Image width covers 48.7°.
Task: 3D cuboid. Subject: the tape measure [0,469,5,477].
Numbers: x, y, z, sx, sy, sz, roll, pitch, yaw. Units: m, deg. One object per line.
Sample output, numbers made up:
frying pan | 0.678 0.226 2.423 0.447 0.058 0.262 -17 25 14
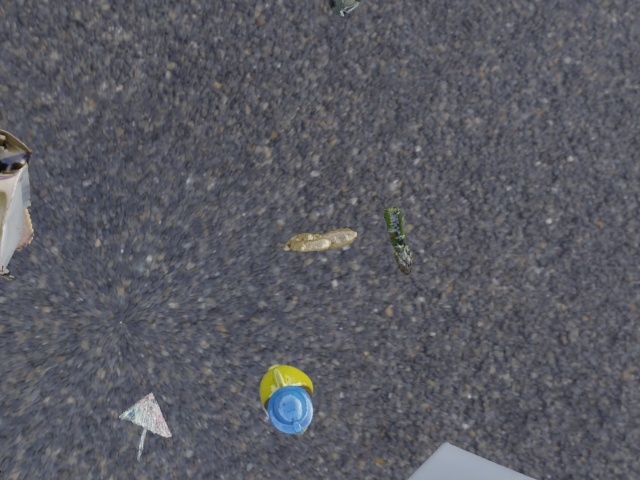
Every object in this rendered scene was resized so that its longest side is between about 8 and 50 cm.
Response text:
tape measure | -0.465 0.433 1.017 0.107 0.104 0.180 25 102 -34

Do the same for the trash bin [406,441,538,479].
trash bin | 0.077 0.375 0.609 0.367 0.296 0.256 -46 108 -20

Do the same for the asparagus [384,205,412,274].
asparagus | 0.147 0.004 1.315 0.036 0.030 0.165 -31 129 -12

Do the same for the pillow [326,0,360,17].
pillow | 0.013 -0.249 0.555 0.051 0.241 0.093 -4 123 2

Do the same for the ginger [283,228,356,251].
ginger | 0.000 0.000 1.723 0.176 0.193 0.052 -3 90 4

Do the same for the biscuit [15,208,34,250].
biscuit | -0.813 -0.057 1.707 0.232 0.013 0.237 -24 72 6

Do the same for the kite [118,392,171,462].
kite | -0.367 0.391 1.488 0.139 0.011 0.156 36 42 -34

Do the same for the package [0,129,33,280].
package | -0.508 -0.061 1.022 0.221 0.311 0.165 31 73 -16

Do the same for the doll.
doll | -0.077 0.419 1.817 0.145 0.363 0.199 -26 99 -5
